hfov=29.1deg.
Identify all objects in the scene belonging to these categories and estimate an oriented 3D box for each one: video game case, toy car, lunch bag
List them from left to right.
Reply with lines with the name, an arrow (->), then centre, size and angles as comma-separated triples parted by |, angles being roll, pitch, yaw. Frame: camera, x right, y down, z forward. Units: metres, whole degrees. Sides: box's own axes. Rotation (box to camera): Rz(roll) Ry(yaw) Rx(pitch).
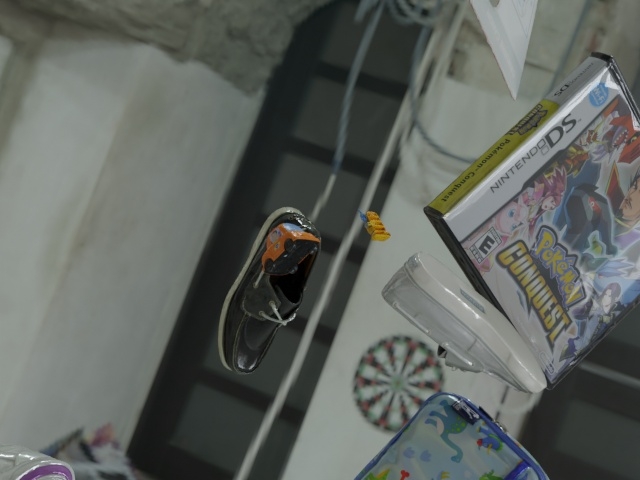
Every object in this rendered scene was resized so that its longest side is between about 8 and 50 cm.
toy car -> 0.000, 0.000, 1.172 | 0.122, 0.060, 0.040 | -7, 57, -31
lunch bag -> 0.133, 0.288, 1.338 | 0.176, 0.219, 0.090 | 45, 0, 26
video game case -> 0.264, -0.015, 1.294 | 0.275, 0.248, 0.035 | 54, -12, -32

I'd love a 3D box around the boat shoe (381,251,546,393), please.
boat shoe -> 0.133, 0.089, 1.146 | 0.184, 0.063, 0.066 | 39, 23, -23

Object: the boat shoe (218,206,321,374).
boat shoe -> -0.066, 0.075, 1.590 | 0.084, 0.233, 0.079 | 12, 18, -40

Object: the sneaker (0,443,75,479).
sneaker -> -0.505, 0.352, 1.718 | 0.305, 0.114, 0.152 | 0, 12, -40

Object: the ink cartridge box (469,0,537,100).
ink cartridge box -> 0.131, -0.367, 1.139 | 0.091, 0.385, 0.308 | -1, -31, 27
